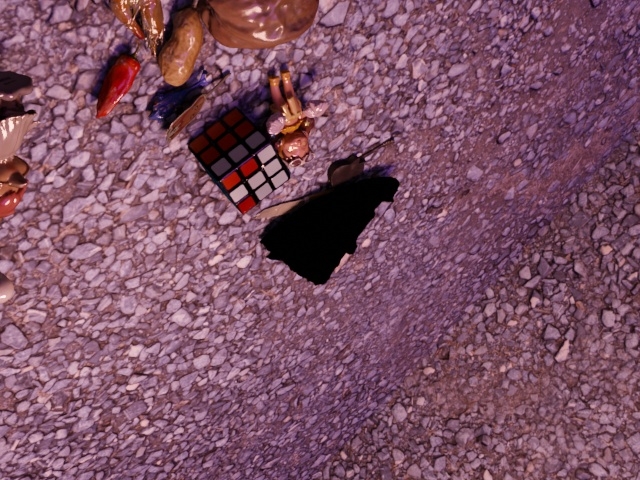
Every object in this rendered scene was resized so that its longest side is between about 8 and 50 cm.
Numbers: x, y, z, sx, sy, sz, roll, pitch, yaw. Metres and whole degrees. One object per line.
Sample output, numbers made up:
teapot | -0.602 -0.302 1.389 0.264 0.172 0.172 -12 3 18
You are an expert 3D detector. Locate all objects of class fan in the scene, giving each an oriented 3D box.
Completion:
fan | -0.276 -0.307 1.950 0.220 0.009 0.132 -50 -178 -17

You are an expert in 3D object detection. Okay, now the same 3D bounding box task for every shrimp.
shrimp | -0.361 -0.452 1.730 0.101 0.042 0.190 -24 136 -11

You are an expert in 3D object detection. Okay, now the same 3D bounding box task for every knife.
knife | -0.058 -0.102 2.431 0.298 0.017 0.047 -19 145 -31

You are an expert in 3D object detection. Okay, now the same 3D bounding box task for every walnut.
walnut | -0.119 -0.506 1.749 0.273 0.227 0.273 -30 143 -26

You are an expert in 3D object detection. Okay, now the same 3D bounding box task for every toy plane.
toy plane | -0.316 -0.321 1.916 0.167 0.054 0.062 -36 120 -8

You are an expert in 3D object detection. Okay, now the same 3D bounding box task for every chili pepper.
chili pepper | -0.417 -0.331 1.792 0.191 0.059 0.050 -56 152 15

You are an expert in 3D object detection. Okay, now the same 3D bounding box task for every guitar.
guitar | 0.119 -0.228 2.462 0.233 0.025 0.088 -31 147 -16

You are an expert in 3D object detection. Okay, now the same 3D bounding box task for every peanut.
peanut | -0.295 -0.408 1.818 0.080 0.080 0.174 -3 126 -43

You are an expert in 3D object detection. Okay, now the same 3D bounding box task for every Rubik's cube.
Rubik's cube | -0.193 -0.192 2.073 0.163 0.160 0.162 -38 145 -7

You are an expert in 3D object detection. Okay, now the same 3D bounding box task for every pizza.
pizza | 0.002 -0.021 2.509 0.392 0.080 0.435 1 130 -47

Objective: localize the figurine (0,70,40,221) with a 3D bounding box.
figurine | -0.637 -0.141 1.680 0.207 0.166 0.387 -44 158 -57

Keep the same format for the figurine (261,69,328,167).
figurine | -0.077 -0.295 2.118 0.175 0.116 0.240 -27 137 -25

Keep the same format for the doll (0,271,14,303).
doll | -0.782 0.026 1.641 0.365 0.376 0.187 -39 157 30
